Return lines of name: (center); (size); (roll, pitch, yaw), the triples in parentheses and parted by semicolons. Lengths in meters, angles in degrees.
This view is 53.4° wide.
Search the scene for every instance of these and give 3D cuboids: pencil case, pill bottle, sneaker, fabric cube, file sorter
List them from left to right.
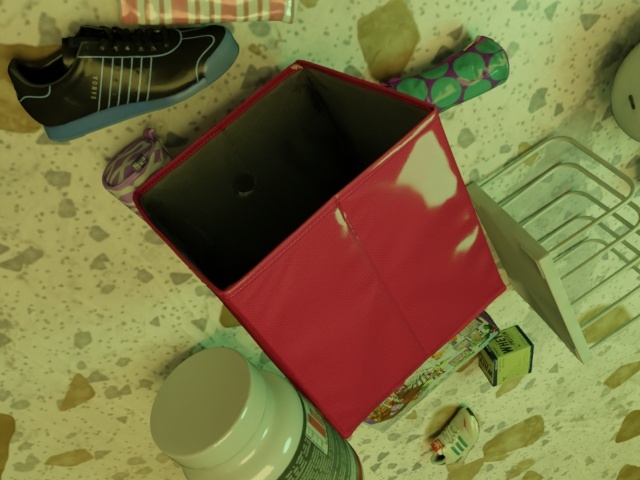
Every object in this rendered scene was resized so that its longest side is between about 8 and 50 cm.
sneaker: (-0.202, -0.184, 0.659); (0.232, 0.081, 0.090); (-24, 138, -2)
pencil case: (-0.171, -0.042, 0.782); (0.088, 0.086, 0.206); (-58, 133, -18)
pill bottle: (-0.089, 0.335, 1.010); (0.210, 0.210, 0.363); (-32, 130, 3)
fabric cube: (0.000, 0.000, 0.699); (0.259, 0.254, 0.258); (-41, 130, -10)
pencil case: (0.155, -0.199, 0.799); (0.151, 0.064, 0.070); (-27, 115, 1)
sneaker: (0.271, 0.410, 1.309); (0.075, 0.057, 0.161); (-8, 131, -23)
file sorter: (0.378, 0.009, 0.964); (0.173, 0.193, 0.278); (-36, 130, 4)

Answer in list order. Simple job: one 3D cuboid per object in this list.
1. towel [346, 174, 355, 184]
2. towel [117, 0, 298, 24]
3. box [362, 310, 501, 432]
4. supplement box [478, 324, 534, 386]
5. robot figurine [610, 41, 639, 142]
towel: (0.016, -0.052, 0.881); (0.148, 0.027, 0.110); (16, 119, -32)
towel: (-0.110, -0.291, 0.649); (0.196, 0.029, 0.144); (-6, 128, -17)
box: (0.142, 0.197, 1.098); (0.293, 0.057, 0.201); (-44, 129, 14)
supplement box: (0.347, 0.217, 1.194); (0.083, 0.056, 0.083); (-19, 130, -8)
robot figurine: (0.538, -0.181, 0.872); (0.278, 0.209, 0.174); (20, 124, -12)
